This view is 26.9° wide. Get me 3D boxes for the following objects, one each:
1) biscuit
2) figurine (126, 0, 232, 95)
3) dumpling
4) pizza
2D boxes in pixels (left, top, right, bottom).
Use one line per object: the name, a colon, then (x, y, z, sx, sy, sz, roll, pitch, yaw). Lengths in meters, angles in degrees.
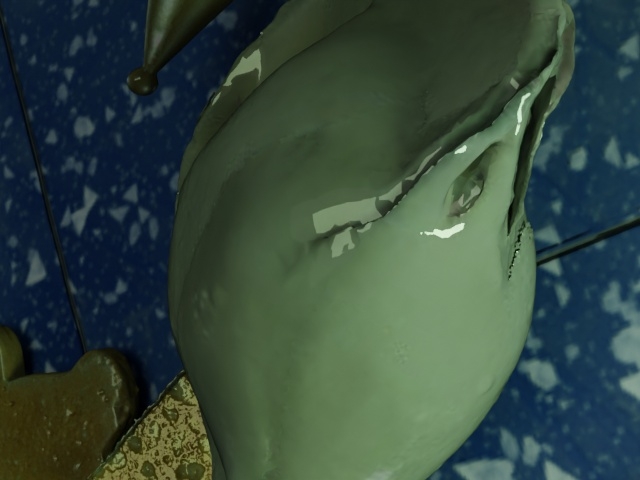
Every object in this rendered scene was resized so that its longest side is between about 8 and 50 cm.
biscuit: (-0.213, 0.134, 0.914, 0.234, 0.030, 0.153, -3, 85, 33)
figurine: (-0.023, -0.259, 0.743, 0.166, 0.207, 0.387, 49, 128, 48)
dumpling: (-0.001, 0.003, 0.717, 0.260, 0.181, 0.341, -123, 27, -45)
pizza: (-0.102, 0.142, 0.831, 0.108, 0.026, 0.123, -13, 81, 6)
